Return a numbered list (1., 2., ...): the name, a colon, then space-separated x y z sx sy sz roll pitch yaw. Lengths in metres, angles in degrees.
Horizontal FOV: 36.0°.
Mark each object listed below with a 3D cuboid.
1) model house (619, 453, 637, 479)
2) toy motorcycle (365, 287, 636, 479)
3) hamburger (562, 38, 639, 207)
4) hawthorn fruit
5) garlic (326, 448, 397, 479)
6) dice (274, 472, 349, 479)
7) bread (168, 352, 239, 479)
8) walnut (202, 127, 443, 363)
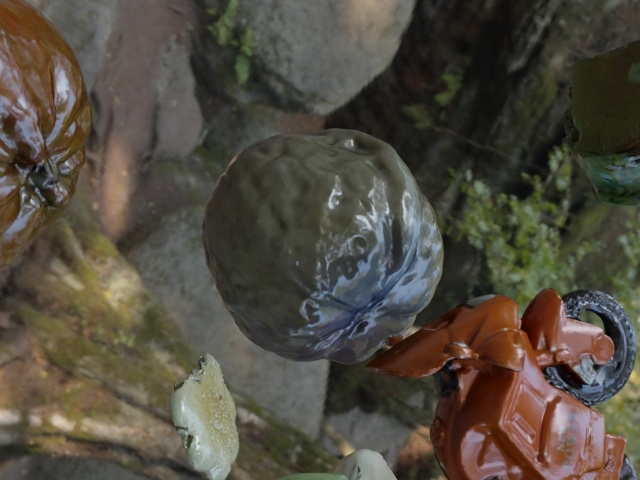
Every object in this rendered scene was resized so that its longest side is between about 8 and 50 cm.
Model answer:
1. model house: 0.257 0.376 1.211 0.280 0.249 0.230 -25 -157 -3
2. toy motorcycle: 0.127 0.181 0.759 0.148 0.221 0.326 171 -67 -72
3. hamburger: 0.442 -0.153 1.323 0.288 0.167 0.192 -12 -116 52
4. hawthorn fruit: -0.315 -0.089 0.768 0.258 0.261 0.258 180 -90 -87
5. garlic: 0.052 0.514 1.622 0.286 0.249 0.313 104 -28 -41
6. dice: -0.020 0.467 1.250 0.249 0.252 0.254 -27 138 4
7. bread: -0.175 0.286 1.574 0.039 0.182 0.251 -20 -174 9
8. walnut: -0.001 0.002 1.018 0.248 0.248 0.248 -60 171 -17
